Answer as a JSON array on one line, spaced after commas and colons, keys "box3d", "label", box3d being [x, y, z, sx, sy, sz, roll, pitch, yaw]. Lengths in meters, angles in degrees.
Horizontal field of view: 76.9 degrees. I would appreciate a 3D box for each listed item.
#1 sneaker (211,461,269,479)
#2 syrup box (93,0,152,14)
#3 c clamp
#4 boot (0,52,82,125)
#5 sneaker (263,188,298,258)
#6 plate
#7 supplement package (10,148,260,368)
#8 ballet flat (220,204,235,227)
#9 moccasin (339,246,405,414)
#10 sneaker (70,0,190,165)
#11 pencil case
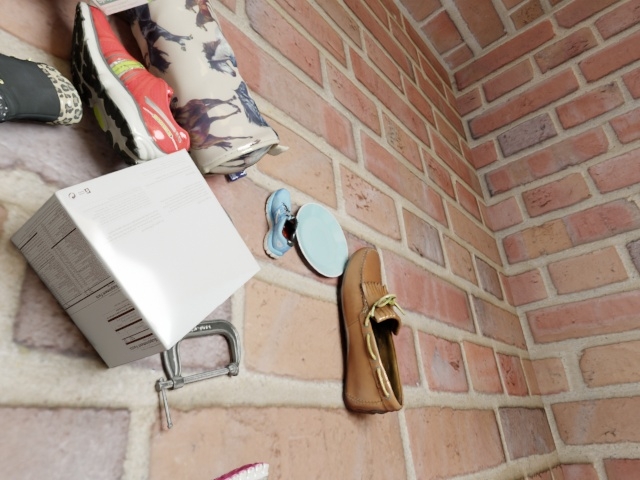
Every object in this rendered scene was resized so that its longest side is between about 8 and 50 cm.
[{"box3d": [-0.128, 0.363, 0.546, 0.171, 0.063, 0.074, 13, 54, -54], "label": "sneaker"}, {"box3d": [-0.293, -0.465, 0.602, 0.096, 0.093, 0.236, 53, 33, -63], "label": "syrup box"}, {"box3d": [-0.182, 0.189, 0.620, 0.161, 0.022, 0.137, -4, 68, -52], "label": "c clamp"}, {"box3d": [-0.432, -0.215, 0.479, 0.236, 0.085, 0.178, 39, 18, -1], "label": "boot"}, {"box3d": [-0.071, -0.042, 0.849, 0.063, 0.073, 0.161, 27, 50, -42], "label": "sneaker"}, {"box3d": [0.000, 0.000, 0.962, 0.188, 0.024, 0.188, 31, 47, -40], "label": "plate"}, {"box3d": [-0.230, 0.020, 0.538, 0.203, 0.149, 0.194, 59, 35, -10], "label": "supplement package"}, {"box3d": [-0.223, -0.058, 0.684, 0.084, 0.058, 0.249, -46, 112, -40], "label": "ballet flat"}, {"box3d": [0.126, 0.184, 0.908, 0.139, 0.147, 0.379, 38, 43, -39], "label": "moccasin"}, {"box3d": [-0.291, -0.232, 0.616, 0.118, 0.107, 0.278, -21, 79, -44], "label": "sneaker"}, {"box3d": [-0.220, -0.317, 0.740, 0.184, 0.160, 0.409, -24, 90, -53], "label": "pencil case"}]
